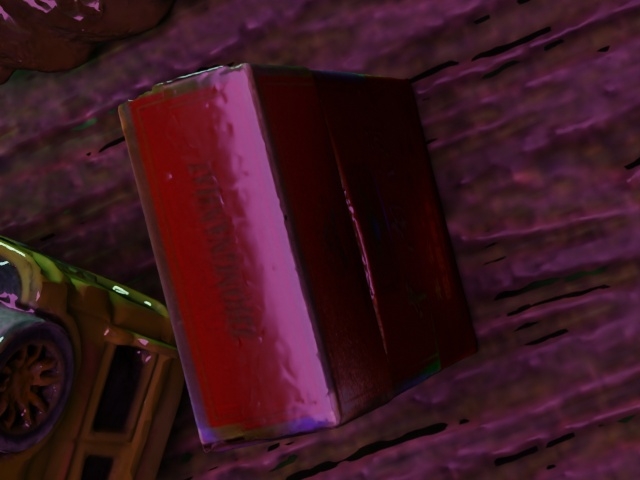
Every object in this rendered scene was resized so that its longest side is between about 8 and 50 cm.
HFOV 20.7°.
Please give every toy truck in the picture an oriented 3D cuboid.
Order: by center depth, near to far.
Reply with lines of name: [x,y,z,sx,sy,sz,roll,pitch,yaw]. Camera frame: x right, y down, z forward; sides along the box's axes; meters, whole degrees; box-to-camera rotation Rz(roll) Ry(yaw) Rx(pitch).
toy truck: [-0.141,0.130,0.657,0.124,0.157,0.272,18,91,32]

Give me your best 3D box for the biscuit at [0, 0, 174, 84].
biscuit: [-0.142,-0.148,0.663,0.273,0.036,0.187,1,110,1]

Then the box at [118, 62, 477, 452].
box: [0.001,0.000,0.586,0.048,0.175,0.112,-14,90,19]
